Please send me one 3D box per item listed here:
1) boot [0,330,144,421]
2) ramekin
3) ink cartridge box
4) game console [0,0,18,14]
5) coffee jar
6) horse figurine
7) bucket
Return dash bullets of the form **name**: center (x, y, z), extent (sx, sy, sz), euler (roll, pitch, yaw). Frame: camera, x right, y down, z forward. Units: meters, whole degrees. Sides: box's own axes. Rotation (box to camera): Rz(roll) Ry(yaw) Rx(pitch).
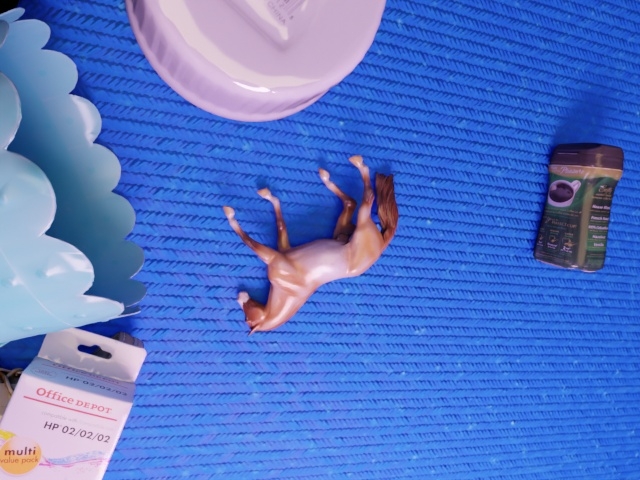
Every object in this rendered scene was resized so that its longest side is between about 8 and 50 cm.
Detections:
- **boot**: center (-0.350, 0.147, 0.527), extent (0.262, 0.095, 0.203), euler (-40, 108, -5)
- **ramekin**: center (-0.064, -0.270, 0.517), extent (0.277, 0.135, 0.277), euler (-3, 102, -17)
- **ink cartridge box**: center (-0.253, 0.184, 0.480), extent (0.104, 0.061, 0.181), euler (22, 85, -18)
- **game console**: center (-0.352, -0.356, 0.401), extent (0.213, 0.044, 0.361), euler (-26, 94, 33)
- **coffee jar**: center (0.382, -0.052, 0.728), extent (0.079, 0.096, 0.184), euler (2, 100, -22)
- **horse figurine**: center (0.000, 0.000, 0.628), extent (0.263, 0.066, 0.174), euler (-23, 101, -11)
- **bucket**: center (-0.285, -0.035, 0.424), extent (0.183, 0.281, 0.281), euler (-18, 105, -9)
